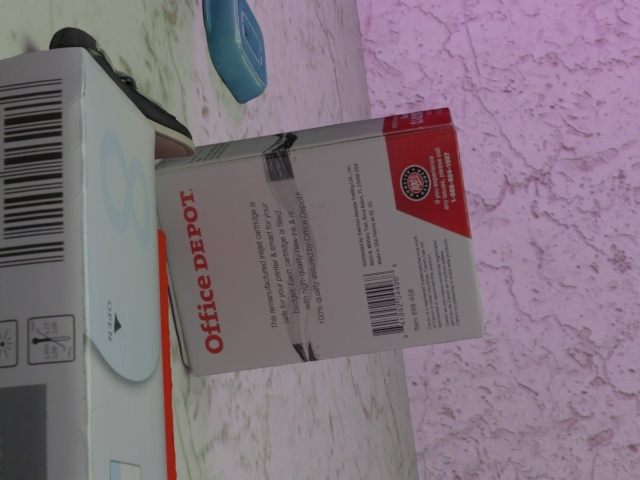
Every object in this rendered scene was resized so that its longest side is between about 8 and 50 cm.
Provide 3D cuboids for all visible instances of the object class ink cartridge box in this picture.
[{"bbox_3d":[0.000,0.000,1.094,0.114,0.273,0.197,-77,158,-75],"label":"ink cartridge box"},{"bbox_3d":[-0.126,0.087,0.808,0.385,0.091,0.308,49,34,-72],"label":"ink cartridge box"}]

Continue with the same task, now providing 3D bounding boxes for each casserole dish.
[{"bbox_3d":[-0.098,-0.237,1.423,0.188,0.037,0.114,52,31,-71],"label":"casserole dish"}]

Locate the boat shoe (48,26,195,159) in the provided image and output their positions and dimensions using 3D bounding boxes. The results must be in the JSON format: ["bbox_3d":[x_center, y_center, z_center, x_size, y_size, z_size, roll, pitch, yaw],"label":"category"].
[{"bbox_3d":[-0.146,-0.103,0.891,0.206,0.075,0.065,28,58,-73],"label":"boat shoe"}]
